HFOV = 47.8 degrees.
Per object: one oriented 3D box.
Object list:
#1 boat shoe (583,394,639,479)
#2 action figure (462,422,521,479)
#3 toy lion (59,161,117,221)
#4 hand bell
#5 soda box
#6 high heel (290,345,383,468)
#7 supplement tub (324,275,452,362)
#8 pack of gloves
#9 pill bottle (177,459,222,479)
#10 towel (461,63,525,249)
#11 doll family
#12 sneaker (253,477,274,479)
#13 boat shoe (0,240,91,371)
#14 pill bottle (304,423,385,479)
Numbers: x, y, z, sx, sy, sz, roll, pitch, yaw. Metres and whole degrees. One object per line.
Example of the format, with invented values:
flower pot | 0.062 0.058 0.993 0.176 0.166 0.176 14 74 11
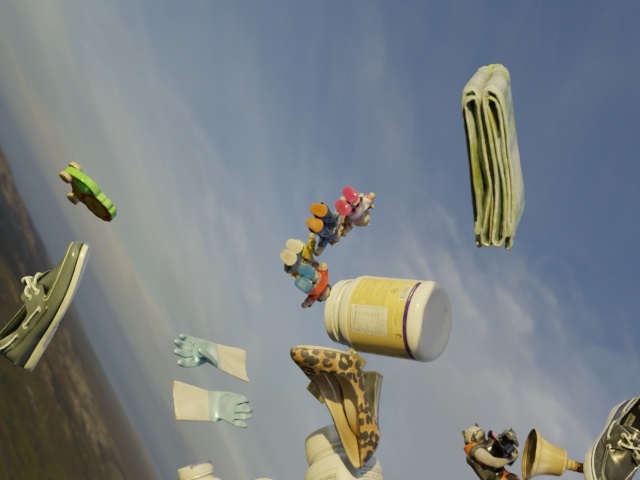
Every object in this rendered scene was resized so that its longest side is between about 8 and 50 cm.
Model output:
boat shoe | 0.695 0.466 1.645 0.108 0.301 0.102 40 -41 12
action figure | 0.545 0.709 2.228 0.330 0.178 0.341 59 -8 35
toy lion | -0.388 -0.075 1.223 0.096 0.034 0.100 30 -30 13
hand bell | 0.618 0.544 1.728 0.241 0.126 0.126 14 -31 6
soda box | 0.044 0.351 1.880 0.061 0.181 0.058 42 -55 16
high heel | 0.026 0.302 1.315 0.093 0.186 0.261 -12 -32 40
supplement tub | 0.203 0.231 2.184 0.331 0.241 0.241 3 -58 36
pack of gloves | -0.220 0.300 1.565 0.232 0.046 0.195 25 43 -47
pill bottle | -0.261 0.602 1.629 0.108 0.108 0.194 127 -52 -71
towel | 0.360 -0.180 1.476 0.374 0.090 0.321 -49 134 -65
doll family | 0.000 0.000 1.408 0.118 0.263 0.163 27 -6 20
sneaker | -0.149 0.616 1.386 0.131 0.350 0.148 27 -63 0
boat shoe | -0.531 0.118 1.367 0.099 0.319 0.116 28 27 -15
pill bottle | 0.056 0.517 1.419 0.160 0.160 0.283 85 -5 -49
